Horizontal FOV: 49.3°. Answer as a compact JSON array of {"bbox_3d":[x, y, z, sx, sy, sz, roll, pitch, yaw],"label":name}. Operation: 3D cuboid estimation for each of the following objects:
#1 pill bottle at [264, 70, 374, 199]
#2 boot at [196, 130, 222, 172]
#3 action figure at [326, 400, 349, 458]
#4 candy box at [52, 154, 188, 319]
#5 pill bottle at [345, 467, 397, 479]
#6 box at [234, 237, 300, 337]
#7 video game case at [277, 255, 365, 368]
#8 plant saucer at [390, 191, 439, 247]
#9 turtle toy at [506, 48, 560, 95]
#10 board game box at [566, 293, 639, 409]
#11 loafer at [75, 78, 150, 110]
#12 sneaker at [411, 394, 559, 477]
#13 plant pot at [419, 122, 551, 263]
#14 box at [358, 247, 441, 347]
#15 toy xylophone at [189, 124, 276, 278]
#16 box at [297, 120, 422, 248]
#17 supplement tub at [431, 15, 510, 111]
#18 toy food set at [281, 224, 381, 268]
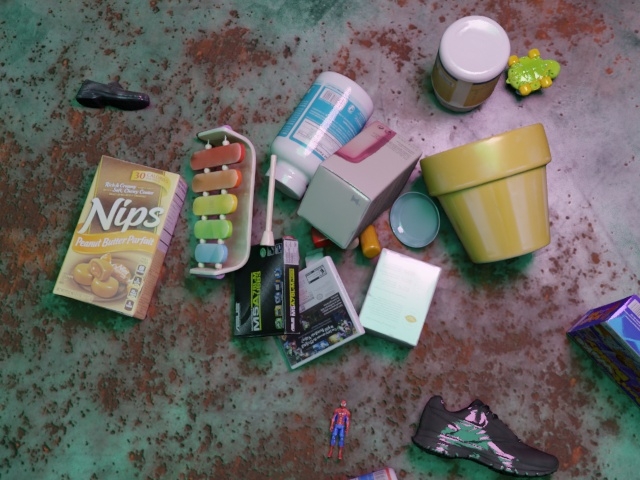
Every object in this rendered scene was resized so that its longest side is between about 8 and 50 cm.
[{"bbox_3d":[-0.010,-0.220,1.499,0.146,0.146,0.264,33,81,9],"label":"pill bottle"},{"bbox_3d":[-0.233,-0.183,1.558,0.106,0.037,0.114,8,82,2],"label":"boot"},{"bbox_3d":[0.039,0.386,1.426,0.038,0.030,0.115,7,76,9],"label":"action figure"},{"bbox_3d":[-0.424,-0.007,1.499,0.183,0.087,0.316,15,79,5],"label":"candy box"},{"bbox_3d":[0.053,0.528,1.345,0.222,0.124,0.124,-16,78,0],"label":"pill bottle"},{"bbox_3d":[-0.112,0.101,1.422,0.045,0.184,0.190,7,78,-41],"label":"box"},{"bbox_3d":[-0.020,0.150,1.435,0.190,0.022,0.173,-31,76,28],"label":"video game case"},{"bbox_3d":[0.205,-0.046,1.490,0.119,0.021,0.119,9,104,36],"label":"plant saucer"},{"bbox_3d":[0.474,-0.371,1.552,0.130,0.066,0.095,-18,79,-2],"label":"turtle toy"},{"bbox_3d":[0.651,0.269,1.320,0.078,0.233,0.347,-41,79,-7],"label":"board game box"},{"bbox_3d":[-0.470,-0.337,1.589,0.170,0.062,0.061,7,73,2],"label":"loafer"},{"bbox_3d":[0.332,0.387,1.378,0.286,0.109,0.130,16,73,4],"label":"sneaker"},{"bbox_3d":[0.355,-0.089,1.420,0.254,0.254,0.239,-17,94,-1],"label":"plant pot"},{"bbox_3d":[0.160,0.122,1.445,0.130,0.091,0.170,20,79,6],"label":"box"},{"bbox_3d":[-0.187,-0.081,1.442,0.081,0.236,0.322,5,79,-39],"label":"toy xylophone"},{"bbox_3d":[0.082,-0.118,1.418,0.127,0.148,0.232,37,44,11],"label":"box"},{"bbox_3d":[0.315,-0.370,1.490,0.144,0.199,0.144,0,78,2],"label":"supplement tub"},{"bbox_3d":[0.000,0.000,1.478,0.232,0.111,0.104,-19,47,9],"label":"toy food set"}]
